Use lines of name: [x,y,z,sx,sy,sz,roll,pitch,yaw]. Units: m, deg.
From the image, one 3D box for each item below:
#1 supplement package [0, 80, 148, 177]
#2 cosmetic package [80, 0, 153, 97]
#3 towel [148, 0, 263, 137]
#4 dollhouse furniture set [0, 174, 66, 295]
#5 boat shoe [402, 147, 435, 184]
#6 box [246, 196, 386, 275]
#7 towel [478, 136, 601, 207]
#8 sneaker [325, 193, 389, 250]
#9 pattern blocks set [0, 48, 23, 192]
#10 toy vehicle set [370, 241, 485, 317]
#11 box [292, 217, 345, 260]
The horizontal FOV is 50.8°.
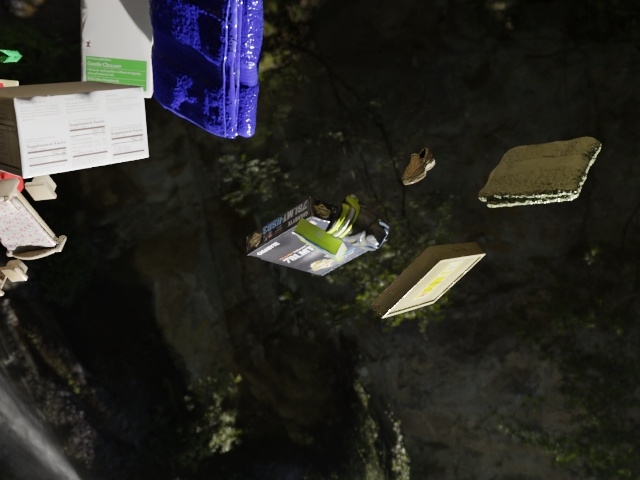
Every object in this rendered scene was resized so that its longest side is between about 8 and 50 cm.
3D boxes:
supplement package: [-0.506,-0.225,1.308,0.204,0.145,0.262,16,-157,39]
cosmetic package: [-0.557,-0.596,1.867,0.197,0.365,0.155,1,-160,-11]
towel: [-0.207,-0.336,1.153,0.227,0.308,0.076,26,-135,16]
dollhouse furniture set: [-0.684,0.041,1.454,0.355,0.303,0.174,-6,-131,15]
boat shoe: [0.301,-0.240,2.129,0.068,0.072,0.190,-6,-156,32]
box: [-0.013,-0.004,1.954,0.295,0.293,0.073,-30,-123,40]
towel: [0.292,-0.092,0.908,0.148,0.027,0.110,0,-130,49]
sneaker: [0.086,-0.028,1.500,0.121,0.111,0.300,33,-171,2]
pattern blocks set: [-0.723,-0.265,1.481,0.026,0.325,0.285,11,-176,10]
toy vehicle set: [0.222,0.075,1.350,0.035,0.166,0.267,51,-156,19]
box: [0.000,0.000,1.525,0.109,0.042,0.178,30,177,8]
